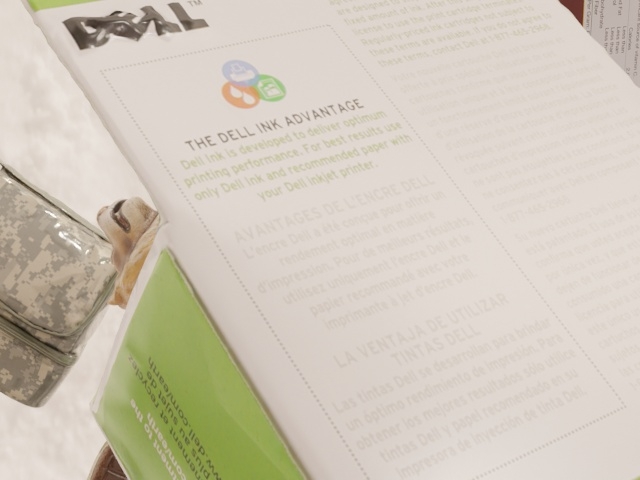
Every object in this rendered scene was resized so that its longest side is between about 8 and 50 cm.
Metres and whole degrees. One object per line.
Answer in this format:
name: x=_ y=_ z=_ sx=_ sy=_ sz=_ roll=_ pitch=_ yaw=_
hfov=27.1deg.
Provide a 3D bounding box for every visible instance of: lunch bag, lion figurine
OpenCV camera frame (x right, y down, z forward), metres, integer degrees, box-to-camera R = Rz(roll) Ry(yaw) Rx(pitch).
lunch bag: x=-0.431 y=0.042 z=1.851 sx=0.305 sy=0.212 sz=0.256 roll=35 pitch=101 yaw=-7
lion figurine: x=-0.024 y=-0.062 z=1.261 sx=0.392 sy=0.142 sz=0.240 roll=-28 pitch=164 yaw=-43

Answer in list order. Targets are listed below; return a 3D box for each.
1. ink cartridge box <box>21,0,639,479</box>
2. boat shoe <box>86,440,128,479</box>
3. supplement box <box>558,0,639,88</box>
ink cartridge box: x=0.018 y=-0.001 z=0.411 sx=0.189 sy=0.255 sz=0.097 roll=-17 pitch=150 yaw=-34
boat shoe: x=-0.199 y=0.233 z=1.556 sx=0.095 sy=0.095 sz=0.257 roll=42 pitch=61 yaw=-13
supplement box: x=0.126 y=-0.107 z=0.722 sx=0.194 sy=0.191 sz=0.129 roll=-9 pitch=111 yaw=-27
